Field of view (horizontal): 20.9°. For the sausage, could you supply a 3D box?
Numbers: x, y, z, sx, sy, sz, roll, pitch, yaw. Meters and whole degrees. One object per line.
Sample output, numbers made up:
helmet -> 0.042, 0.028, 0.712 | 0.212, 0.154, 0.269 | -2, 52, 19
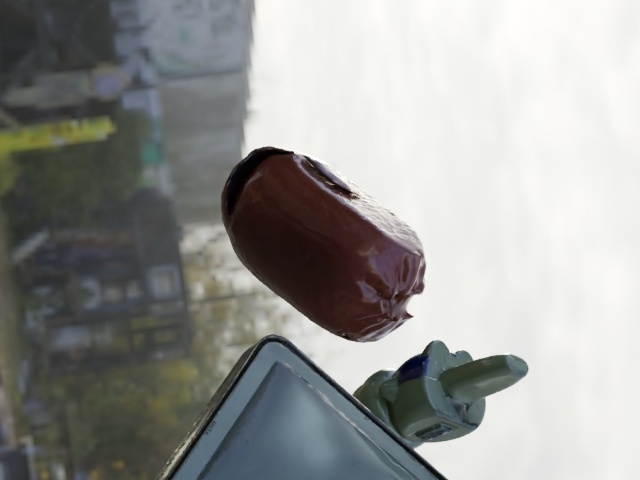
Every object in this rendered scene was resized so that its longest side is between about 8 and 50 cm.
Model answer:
sausage -> 0.000, 0.000, 1.880 | 0.279, 0.152, 0.152 | 39, -35, 37

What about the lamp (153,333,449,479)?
lamp -> -0.009, 0.246, 1.486 | 0.047, 0.266, 0.269 | -44, -173, 45

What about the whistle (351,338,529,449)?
whistle -> 0.111, 0.159, 1.774 | 0.244, 0.110, 0.092 | -29, -130, 40
